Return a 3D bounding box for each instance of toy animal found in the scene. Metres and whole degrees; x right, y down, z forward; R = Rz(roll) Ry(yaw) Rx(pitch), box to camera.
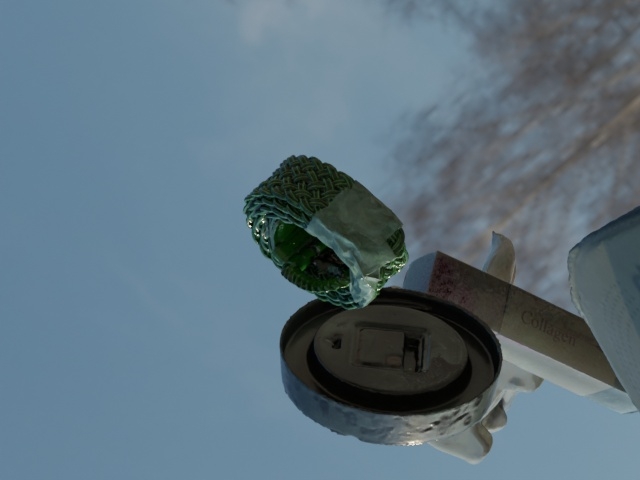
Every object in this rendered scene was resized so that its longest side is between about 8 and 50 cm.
[{"bbox_3d":[0.190,0.121,2.239,0.241,0.196,0.367,41,-158,5],"label":"toy animal"}]

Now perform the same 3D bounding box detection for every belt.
[{"bbox_3d":[0.000,0.000,1.463,0.151,0.121,0.079,29,-121,25],"label":"belt"}]

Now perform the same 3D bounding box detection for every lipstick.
[{"bbox_3d":[0.240,0.107,1.917,0.317,0.068,0.066,25,-113,-19],"label":"lipstick"}]

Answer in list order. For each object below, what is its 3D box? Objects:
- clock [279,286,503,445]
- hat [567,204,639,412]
[{"bbox_3d":[0.066,0.118,1.631,0.215,0.042,0.215,3,-149,-2],"label":"clock"},{"bbox_3d":[0.194,0.108,0.719,0.245,0.214,0.149,39,-126,-13],"label":"hat"}]
